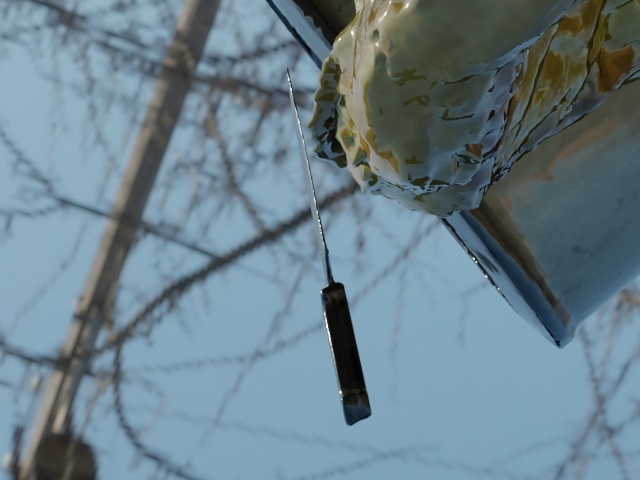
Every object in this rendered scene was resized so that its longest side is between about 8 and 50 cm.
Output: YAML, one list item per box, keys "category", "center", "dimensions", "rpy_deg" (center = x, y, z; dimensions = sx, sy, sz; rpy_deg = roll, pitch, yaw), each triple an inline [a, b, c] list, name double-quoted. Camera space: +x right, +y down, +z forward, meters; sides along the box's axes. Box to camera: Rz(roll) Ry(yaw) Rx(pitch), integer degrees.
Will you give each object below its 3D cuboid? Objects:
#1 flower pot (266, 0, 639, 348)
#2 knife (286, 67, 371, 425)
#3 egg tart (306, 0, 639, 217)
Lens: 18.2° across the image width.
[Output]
- category: "flower pot"
  center: [0.155, -0.154, 1.025]
  dimensions: [0.293, 0.330, 0.293]
  rpy_deg: [52, 180, -1]
- category: "knife"
  center: [0.000, 0.000, 1.307]
  dimensions: [0.019, 0.072, 0.245]
  rpy_deg: [-12, -116, 0]
- category: "egg tart"
  center: [0.114, -0.143, 0.685]
  dimensions: [0.129, 0.341, 0.341]
  rpy_deg: [50, -148, 13]
